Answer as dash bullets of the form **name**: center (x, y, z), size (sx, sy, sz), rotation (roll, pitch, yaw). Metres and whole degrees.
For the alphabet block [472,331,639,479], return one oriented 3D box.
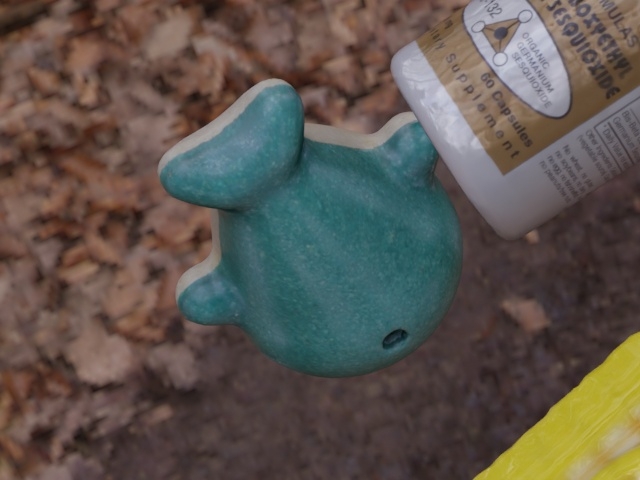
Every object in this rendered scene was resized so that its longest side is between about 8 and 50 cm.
- **alphabet block**: center (0.163, 0.187, 0.764), size (0.192, 0.197, 0.193), rotation (21, 45, 36)

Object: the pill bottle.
- **pill bottle**: center (0.166, -0.113, 1.041), size (0.229, 0.131, 0.131), rotation (-34, 33, 8)

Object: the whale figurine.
- **whale figurine**: center (0.000, 0.000, 1.223), size (0.216, 0.272, 0.141), rotation (-35, 58, 4)
